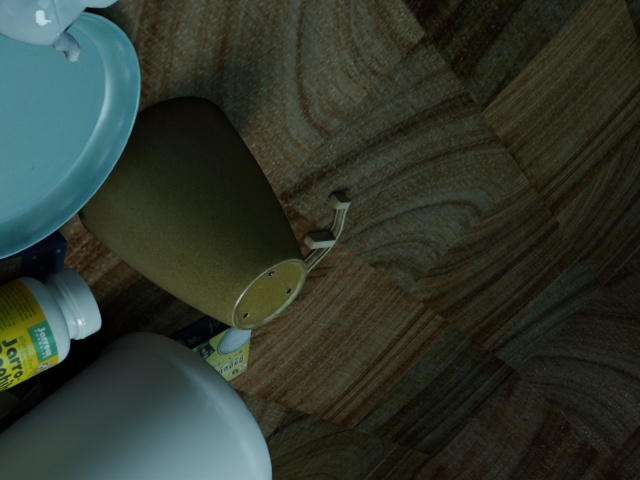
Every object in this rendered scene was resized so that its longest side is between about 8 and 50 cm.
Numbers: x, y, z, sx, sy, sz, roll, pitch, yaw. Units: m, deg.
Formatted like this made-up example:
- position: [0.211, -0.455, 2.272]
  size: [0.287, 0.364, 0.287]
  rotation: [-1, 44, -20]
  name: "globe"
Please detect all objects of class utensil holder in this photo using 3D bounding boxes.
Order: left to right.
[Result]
- position: [-0.311, 0.363, 1.623]
  size: [0.385, 0.327, 0.327]
  rotation: [-39, 156, -41]
  name: "utensil holder"

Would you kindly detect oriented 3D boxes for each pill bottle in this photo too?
- position: [-0.377, 0.114, 1.419]
  size: [0.208, 0.117, 0.117]
  rotation: [-26, 148, -28]
  name: "pill bottle"

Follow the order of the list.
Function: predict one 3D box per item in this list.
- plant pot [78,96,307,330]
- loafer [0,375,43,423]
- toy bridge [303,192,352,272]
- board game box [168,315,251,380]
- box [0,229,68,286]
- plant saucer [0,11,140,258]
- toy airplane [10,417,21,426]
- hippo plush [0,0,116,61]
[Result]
- position: [-0.138, -0.015, 1.496]
  size: [0.237, 0.254, 0.237]
  rotation: [-34, 151, -22]
  name: "plant pot"
- position: [-0.447, 0.222, 1.629]
  size: [0.148, 0.056, 0.050]
  rotation: [-32, 152, -44]
  name: "loafer"
- position: [0.000, 0.000, 1.959]
  size: [0.063, 0.026, 0.188]
  rotation: [-8, 136, -51]
  name: "toy bridge"
- position: [-0.223, 0.210, 1.931]
  size: [0.243, 0.042, 0.165]
  rotation: [-28, 149, -29]
  name: "board game box"
- position: [-0.396, 0.064, 1.492]
  size: [0.136, 0.036, 0.225]
  rotation: [-20, 143, -39]
  name: "box"
- position: [-0.329, -0.116, 1.282]
  size: [0.317, 0.044, 0.317]
  rotation: [-40, 154, -25]
  name: "plant saucer"
- position: [-0.447, 0.309, 1.777]
  size: [0.151, 0.028, 0.151]
  rotation: [-35, 152, -21]
  name: "toy airplane"
- position: [-0.246, -0.252, 1.028]
  size: [0.294, 0.234, 0.236]
  rotation: [-40, 152, -10]
  name: "hippo plush"
